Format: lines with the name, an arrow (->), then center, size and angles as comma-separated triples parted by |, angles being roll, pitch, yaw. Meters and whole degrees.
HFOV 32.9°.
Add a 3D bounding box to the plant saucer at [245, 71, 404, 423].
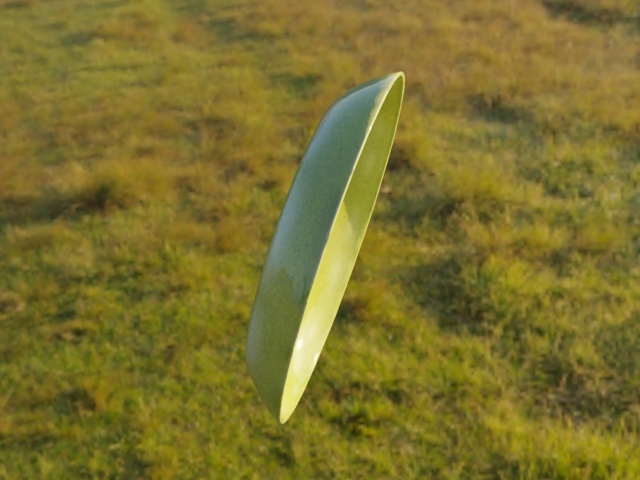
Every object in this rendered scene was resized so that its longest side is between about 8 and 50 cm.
plant saucer -> 0.000, 0.000, 0.711 | 0.037, 0.241, 0.241 | 20, 29, 6
